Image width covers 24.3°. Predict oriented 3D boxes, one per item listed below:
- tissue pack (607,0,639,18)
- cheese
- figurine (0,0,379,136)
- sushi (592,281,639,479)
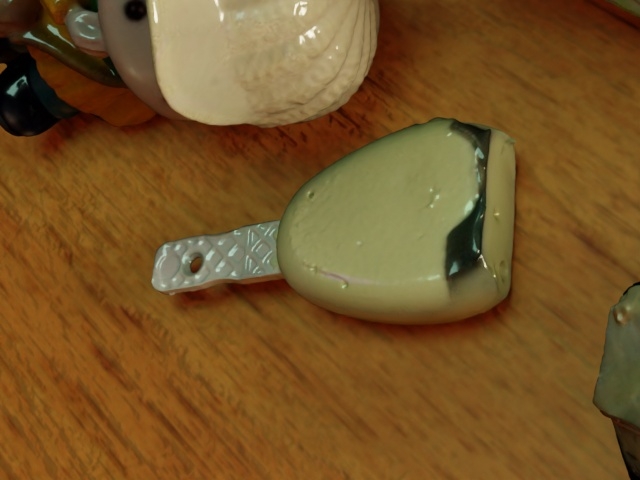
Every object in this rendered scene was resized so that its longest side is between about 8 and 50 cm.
[{"bbox_3d":[0.211,-0.339,0.835,0.287,0.162,0.388,30,79,-1],"label":"tissue pack"},{"bbox_3d":[0.000,0.000,0.919,0.251,0.054,0.127,-9,59,30],"label":"cheese"},{"bbox_3d":[-0.100,-0.162,1.013,0.204,0.185,0.332,-41,27,-25],"label":"figurine"},{"bbox_3d":[0.256,0.027,0.697,0.273,0.109,0.134,-17,56,23],"label":"sushi"}]
